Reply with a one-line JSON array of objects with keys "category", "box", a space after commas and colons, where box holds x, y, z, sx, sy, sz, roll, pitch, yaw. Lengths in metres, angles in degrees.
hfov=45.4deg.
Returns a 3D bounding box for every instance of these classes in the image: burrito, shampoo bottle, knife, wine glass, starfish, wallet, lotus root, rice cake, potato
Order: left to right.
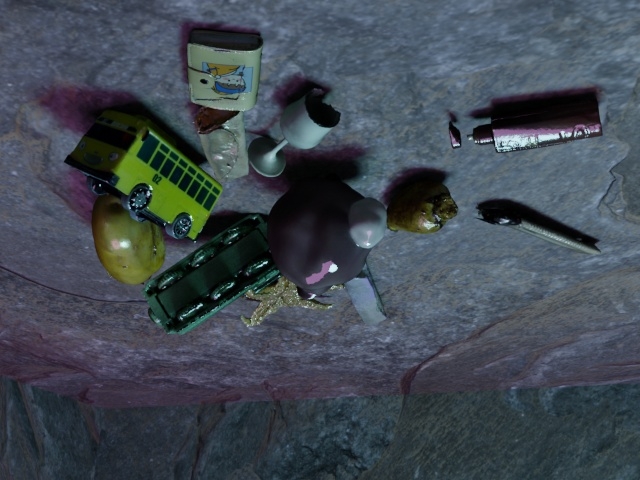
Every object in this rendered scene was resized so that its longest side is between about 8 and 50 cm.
[{"category": "potato", "box": [-0.396, -0.001, 1.582, 0.140, 0.173, 0.300, -15, 160, -12]}, {"category": "wallet", "box": [-0.145, -0.251, 1.148, 0.110, 0.039, 0.155, 3, 156, -7]}, {"category": "burrito", "box": [-0.165, -0.164, 1.324, 0.086, 0.060, 0.226, -8, 155, -2]}, {"category": "starfish", "box": [-0.081, 0.134, 2.017, 0.302, 0.060, 0.299, 2, 142, -25]}, {"category": "wine glass", "box": [-0.046, -0.176, 1.265, 0.079, 0.079, 0.195, 15, 154, -28]}, {"category": "rice cake", "box": [0.116, 0.139, 2.008, 0.070, 0.064, 0.399, -12, 155, 7]}, {"category": "lotus root", "box": [0.179, -0.058, 1.499, 0.094, 0.108, 0.190, 44, 153, -20]}, {"category": "shampoo bottle", "box": [0.329, -0.182, 1.238, 0.236, 0.067, 0.068, -8, 115, 18]}, {"category": "knife", "box": [0.478, -0.020, 1.646, 0.365, 0.043, 0.089, 15, -174, -34]}]

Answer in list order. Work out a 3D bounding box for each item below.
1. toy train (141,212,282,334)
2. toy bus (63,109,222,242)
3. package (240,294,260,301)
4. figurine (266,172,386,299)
[{"category": "toy train", "box": [-0.218, 0.088, 1.670, 0.330, 0.138, 0.178, -34, 163, -5]}, {"category": "toy bus", "box": [-0.300, -0.113, 1.339, 0.128, 0.150, 0.262, 23, 169, 32]}, {"category": "package", "box": [-0.193, 0.139, 2.069, 0.120, 0.031, 0.108, -4, 156, 14]}, {"category": "figurine", "box": [0.014, 0.015, 1.516, 0.206, 0.218, 0.365, 42, 174, 17]}]
